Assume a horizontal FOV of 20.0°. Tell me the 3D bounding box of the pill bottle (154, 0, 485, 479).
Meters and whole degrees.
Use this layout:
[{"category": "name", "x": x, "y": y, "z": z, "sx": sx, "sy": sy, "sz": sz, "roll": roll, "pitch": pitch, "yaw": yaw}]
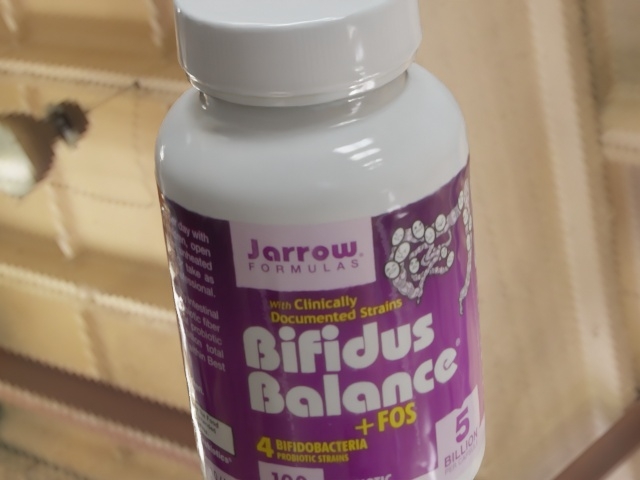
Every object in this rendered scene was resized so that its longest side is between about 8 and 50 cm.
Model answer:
[{"category": "pill bottle", "x": 0.000, "y": 0.000, "z": 0.988, "sx": 0.169, "sy": 0.169, "sz": 0.301, "roll": 20, "pitch": -52, "yaw": 40}]
